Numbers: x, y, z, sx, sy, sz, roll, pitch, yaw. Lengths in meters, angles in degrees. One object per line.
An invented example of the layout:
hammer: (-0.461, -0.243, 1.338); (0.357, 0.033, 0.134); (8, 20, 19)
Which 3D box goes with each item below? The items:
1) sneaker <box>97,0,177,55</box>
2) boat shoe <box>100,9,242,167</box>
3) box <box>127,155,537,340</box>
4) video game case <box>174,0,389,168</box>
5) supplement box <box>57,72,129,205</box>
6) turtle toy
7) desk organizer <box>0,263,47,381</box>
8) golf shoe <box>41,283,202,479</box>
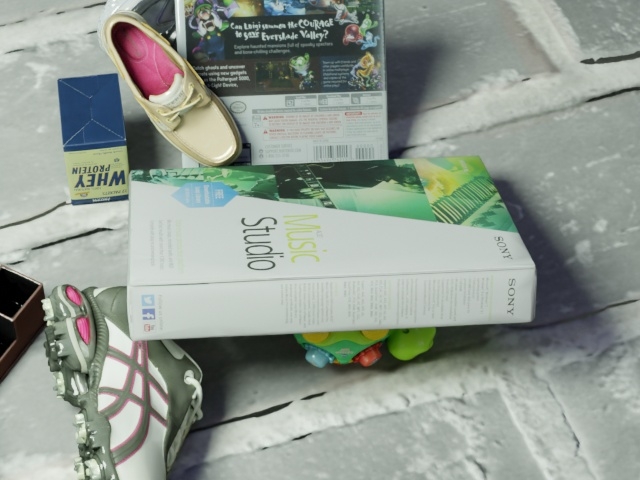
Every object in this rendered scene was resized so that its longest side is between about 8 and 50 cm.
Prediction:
sneaker: (-0.075, -0.234, 1.544); (0.153, 0.101, 0.268); (38, 66, 22)
boat shoe: (-0.135, -0.131, 1.405); (0.063, 0.059, 0.170); (-42, 97, 2)
box: (0.000, 0.000, 1.334); (0.322, 0.058, 0.232); (-2, 26, -6)
video game case: (-0.034, -0.143, 1.454); (0.190, 0.022, 0.173); (-2, 97, -4)
supplement box: (-0.203, -0.091, 1.434); (0.056, 0.083, 0.083); (-6, 53, -7)
turtle toy: (0.032, 0.071, 1.332); (0.130, 0.066, 0.095); (-1, 27, -3)
desk organizer: (-0.280, 0.086, 1.316); (0.047, 0.050, 0.130); (24, 55, 15)
golf shoe: (-0.141, 0.141, 1.253); (0.120, 0.105, 0.273); (-7, 54, -17)
